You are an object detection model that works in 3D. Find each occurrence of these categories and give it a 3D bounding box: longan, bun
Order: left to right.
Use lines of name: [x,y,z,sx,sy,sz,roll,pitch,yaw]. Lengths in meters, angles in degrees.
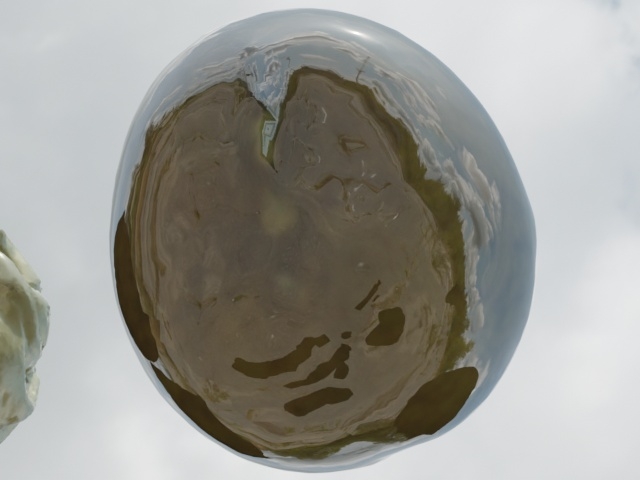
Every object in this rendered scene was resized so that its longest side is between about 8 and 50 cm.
bun: [-0.275,0.067,1.231,0.133,0.231,0.231,-7,-62,-20]
longan: [0.000,0.000,1.144,0.319,0.319,0.319,8,-64,16]
